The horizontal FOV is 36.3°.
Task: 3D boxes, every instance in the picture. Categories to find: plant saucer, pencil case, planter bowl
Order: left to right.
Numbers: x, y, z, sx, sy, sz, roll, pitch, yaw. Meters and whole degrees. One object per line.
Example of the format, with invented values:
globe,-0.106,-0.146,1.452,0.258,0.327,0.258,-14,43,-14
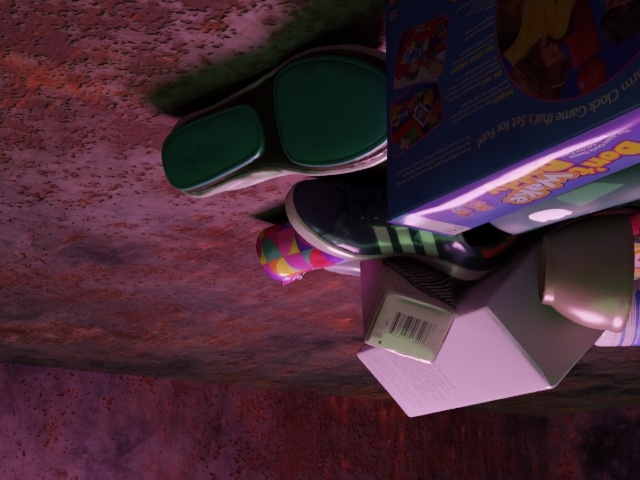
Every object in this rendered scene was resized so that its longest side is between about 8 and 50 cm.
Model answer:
pencil case,0.000,0.000,1.534,0.104,0.104,0.236,13,159,-36
planter bowl,0.354,0.042,1.324,0.109,0.162,0.162,3,163,7
plant saucer,0.365,-0.060,1.250,0.317,0.043,0.317,-15,177,-1

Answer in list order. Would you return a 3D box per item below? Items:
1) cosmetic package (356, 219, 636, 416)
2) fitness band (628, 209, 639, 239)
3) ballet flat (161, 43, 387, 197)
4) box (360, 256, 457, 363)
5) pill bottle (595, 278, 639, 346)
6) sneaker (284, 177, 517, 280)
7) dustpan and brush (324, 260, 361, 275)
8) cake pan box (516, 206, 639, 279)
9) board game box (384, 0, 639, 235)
cosmetic package,0.265,0.137,1.587,0.230,0.161,0.453,-42,-176,-27
fitness band,0.534,-0.060,1.277,0.209,0.054,0.291,-20,176,-29
ballet flat,-0.020,-0.132,1.105,0.139,0.139,0.400,17,161,-42
box,0.127,0.070,1.480,0.113,0.094,0.275,18,-158,-8
pill bottle,0.646,0.121,1.824,0.272,0.152,0.152,-1,163,5
sneaker,0.128,-0.046,1.378,0.350,0.131,0.148,10,145,-24
dustpan and brush,0.044,0.022,1.697,0.147,0.060,0.211,5,174,29
cake pan box,0.452,0.014,1.631,0.246,0.070,0.267,9,161,-20
board game box,0.183,-0.162,0.783,0.078,0.233,0.347,11,160,-30
